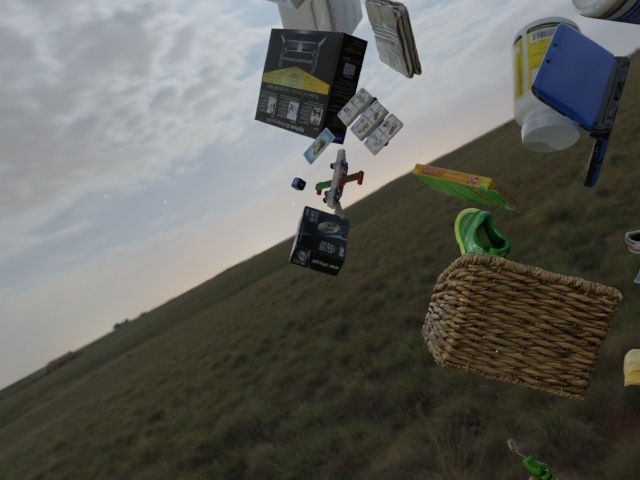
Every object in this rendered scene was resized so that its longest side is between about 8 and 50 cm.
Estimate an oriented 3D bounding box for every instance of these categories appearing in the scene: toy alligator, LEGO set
[{"bbox_3d":[0.519,0.547,1.191,0.056,0.190,0.051,-35,-8,-30],"label":"toy alligator"},{"bbox_3d":[0.048,-0.165,1.002,0.244,0.060,0.182,-46,41,14],"label":"LEGO set"}]

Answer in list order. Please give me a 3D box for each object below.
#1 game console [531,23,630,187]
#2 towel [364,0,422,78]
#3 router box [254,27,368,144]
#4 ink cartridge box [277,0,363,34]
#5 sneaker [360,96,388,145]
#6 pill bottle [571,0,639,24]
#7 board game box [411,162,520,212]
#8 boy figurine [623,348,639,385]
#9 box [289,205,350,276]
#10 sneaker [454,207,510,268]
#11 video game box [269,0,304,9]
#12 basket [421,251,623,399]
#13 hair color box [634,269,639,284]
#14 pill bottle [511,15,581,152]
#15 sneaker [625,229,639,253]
[{"bbox_3d":[0.594,-0.314,1.175,0.173,0.250,0.293,16,56,26],"label":"game console"},{"bbox_3d":[0.192,-0.558,1.387,0.049,0.187,0.282,-22,31,-1],"label":"towel"},{"bbox_3d":[-0.036,-0.391,1.265,0.081,0.243,0.309,1,19,-39],"label":"router box"},{"bbox_3d":[0.002,-0.798,1.664,0.166,0.285,0.395,-1,39,20],"label":"ink cartridge box"},{"bbox_3d":[0.167,-0.358,1.521,0.063,0.162,0.073,-13,-13,-38],"label":"sneaker"},{"bbox_3d":[0.618,-0.474,0.927,0.264,0.153,0.153,4,-4,-10],"label":"pill bottle"},{"bbox_3d":[0.349,-0.127,1.216,0.259,0.124,0.039,30,92,52],"label":"board game box"},{"bbox_3d":[0.721,0.293,1.004,0.177,0.092,0.285,1,5,-22],"label":"boy figurine"},{"bbox_3d":[0.000,0.000,1.487,0.180,0.147,0.077,-78,9,-46],"label":"box"},{"bbox_3d":[0.459,0.054,1.391,0.109,0.296,0.123,-26,9,-23],"label":"sneaker"},{"bbox_3d":[-0.127,-0.488,0.835,0.048,0.205,0.187,-46,45,1],"label":"video game box"},{"bbox_3d":[0.372,0.138,0.986,0.299,0.223,0.213,13,10,0],"label":"basket"},{"bbox_3d":[1.044,0.141,1.358,0.185,0.374,0.114,32,100,61],"label":"hair color box"},{"bbox_3d":[0.625,-0.422,1.392,0.188,0.334,0.188,6,-19,2],"label":"pill bottle"},{"bbox_3d":[0.862,-0.004,1.286,0.161,0.075,0.057,-6,57,45],"label":"sneaker"}]
